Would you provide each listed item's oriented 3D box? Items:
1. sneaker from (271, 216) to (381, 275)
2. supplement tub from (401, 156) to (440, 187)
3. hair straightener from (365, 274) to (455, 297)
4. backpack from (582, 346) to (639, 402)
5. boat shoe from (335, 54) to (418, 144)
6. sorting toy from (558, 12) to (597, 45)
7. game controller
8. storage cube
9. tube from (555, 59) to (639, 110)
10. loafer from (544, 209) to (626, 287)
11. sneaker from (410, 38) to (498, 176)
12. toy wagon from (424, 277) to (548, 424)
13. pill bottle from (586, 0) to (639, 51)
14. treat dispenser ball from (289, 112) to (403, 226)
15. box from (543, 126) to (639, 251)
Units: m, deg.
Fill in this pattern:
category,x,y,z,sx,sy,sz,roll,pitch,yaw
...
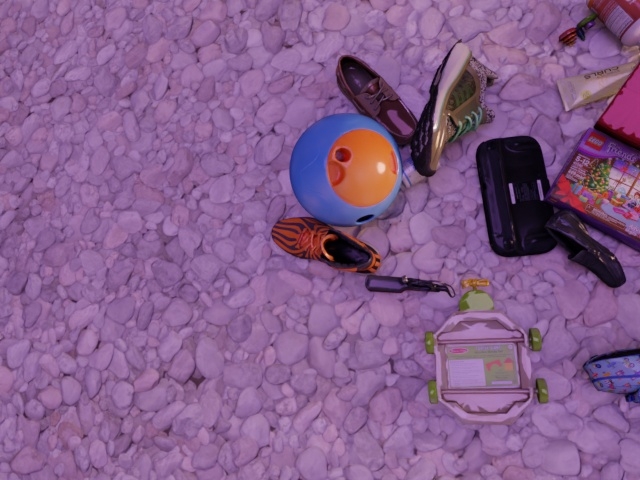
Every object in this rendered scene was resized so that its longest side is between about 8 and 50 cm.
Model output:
category,x,y,z,sx,sy,sz,roll,pitch,yaw
sneaker,0.000,0.000,1.288,0.322,0.180,0.124,15,87,17
supplement tub,0.259,-0.195,1.323,0.107,0.071,0.071,-33,73,6
hair straightener,0.226,0.119,1.256,0.231,0.089,0.047,8,79,16
backpack,0.674,0.293,1.068,0.174,0.158,0.116,-13,69,14
boat shoe,0.148,-0.393,1.368,0.123,0.116,0.324,-44,72,3
sorting toy,0.683,-0.547,1.293,0.102,0.061,0.042,-30,86,35
game controller,0.501,-0.117,1.258,0.167,0.067,0.318,-4,78,-1
storage cube,0.771,-0.300,1.122,0.193,0.215,0.183,35,112,19
tube,0.739,-0.405,1.251,0.241,0.062,0.070,-13,35,16
loafer,0.623,0.028,1.167,0.078,0.076,0.223,-36,81,-13
sneaker,0.362,-0.329,1.261,0.182,0.158,0.409,22,70,-1
toy wagon,0.392,0.264,1.195,0.268,0.068,0.343,-5,77,13
pill bottle,0.789,-0.572,1.238,0.121,0.121,0.216,-33,73,6
treat dispenser ball,0.065,-0.178,1.256,0.289,0.288,0.287,-3,78,14
box,0.720,-0.113,1.172,0.294,0.057,0.200,31,85,11
